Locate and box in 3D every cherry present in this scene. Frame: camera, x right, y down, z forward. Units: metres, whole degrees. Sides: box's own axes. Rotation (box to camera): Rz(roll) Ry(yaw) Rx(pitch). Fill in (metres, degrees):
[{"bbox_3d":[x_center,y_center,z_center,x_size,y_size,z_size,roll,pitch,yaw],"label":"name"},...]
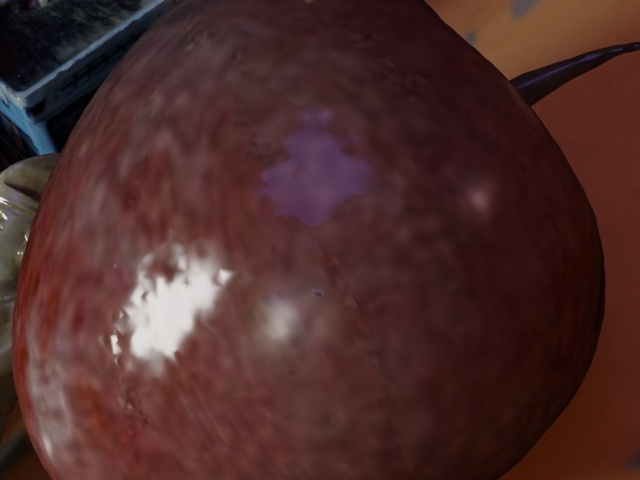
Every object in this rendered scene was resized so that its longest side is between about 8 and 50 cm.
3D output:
[{"bbox_3d":[0.000,0.000,0.618,0.285,0.213,0.236,-37,9,13],"label":"cherry"}]

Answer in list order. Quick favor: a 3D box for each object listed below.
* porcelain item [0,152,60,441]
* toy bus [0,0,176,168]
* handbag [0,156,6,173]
[{"bbox_3d":[-0.151,0.060,0.687,0.084,0.054,0.213,-16,55,64],"label":"porcelain item"},{"bbox_3d":[-0.180,-0.128,0.836,0.106,0.131,0.297,-38,51,-17],"label":"toy bus"},{"bbox_3d":[-0.295,0.042,0.786,0.275,0.084,0.260,20,66,32],"label":"handbag"}]
